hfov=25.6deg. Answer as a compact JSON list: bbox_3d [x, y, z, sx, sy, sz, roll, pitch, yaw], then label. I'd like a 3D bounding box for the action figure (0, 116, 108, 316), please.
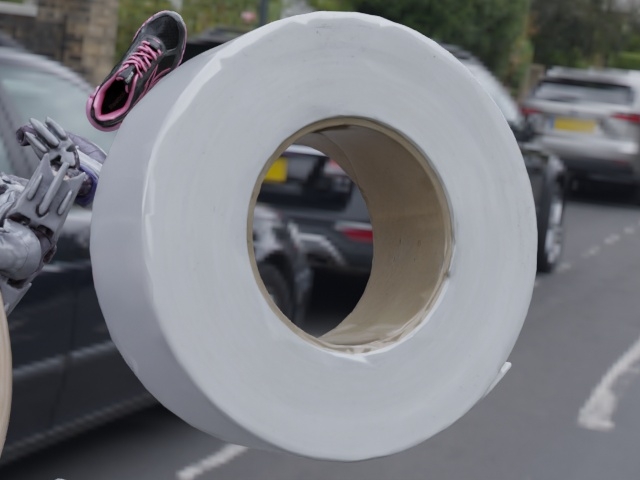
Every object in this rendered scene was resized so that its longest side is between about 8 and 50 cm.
[{"bbox_3d":[-0.255,-0.022,1.205,0.099,0.185,0.285,41,11,-9],"label":"action figure"}]

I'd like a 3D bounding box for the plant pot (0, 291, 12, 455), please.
[{"bbox_3d":[-0.230,0.026,0.497,0.109,0.237,0.237,-28,-7,24],"label":"plant pot"}]

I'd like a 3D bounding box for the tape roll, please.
[{"bbox_3d":[0.000,0.000,0.914,0.286,0.286,0.100,2,-5,-28],"label":"tape roll"}]

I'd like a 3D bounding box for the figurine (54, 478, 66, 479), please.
[{"bbox_3d":[-0.079,0.241,0.821,0.209,0.092,0.215,12,28,-1],"label":"figurine"}]

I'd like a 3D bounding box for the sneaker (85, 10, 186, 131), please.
[{"bbox_3d":[-0.153,-0.141,1.176,0.047,0.119,0.057,35,1,-3],"label":"sneaker"}]
